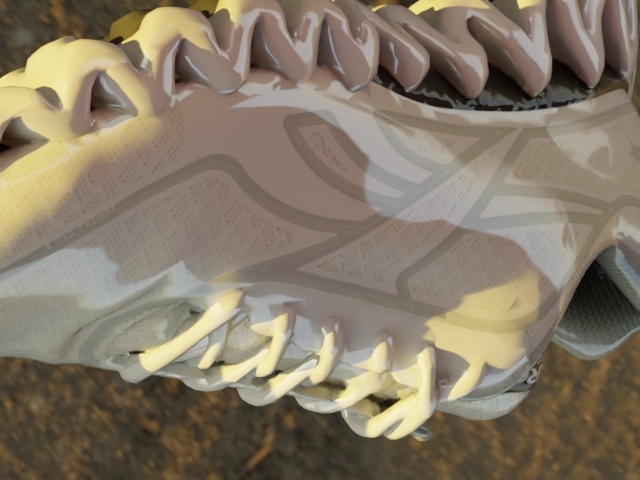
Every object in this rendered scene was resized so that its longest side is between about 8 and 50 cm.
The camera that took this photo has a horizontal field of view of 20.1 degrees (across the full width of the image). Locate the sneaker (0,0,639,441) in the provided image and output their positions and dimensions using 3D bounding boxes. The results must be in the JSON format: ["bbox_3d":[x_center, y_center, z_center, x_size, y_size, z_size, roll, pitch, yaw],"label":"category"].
[{"bbox_3d":[0.000,0.000,0.472,0.292,0.110,0.118,-14,82,-41],"label":"sneaker"}]
